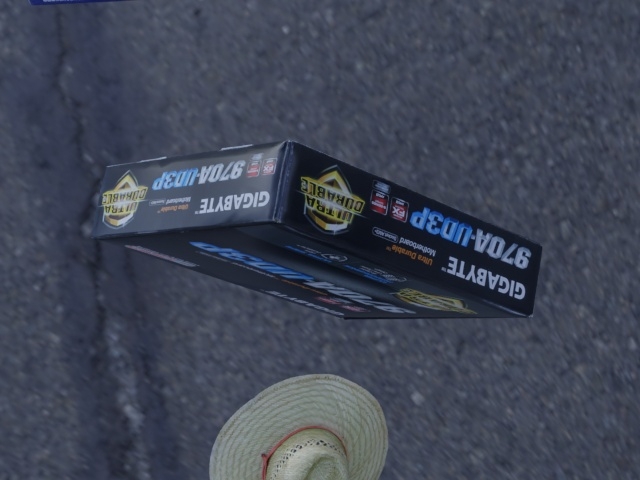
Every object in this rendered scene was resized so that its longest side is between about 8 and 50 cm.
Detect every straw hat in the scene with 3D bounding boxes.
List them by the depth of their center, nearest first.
[{"bbox_3d":[-0.009,0.174,1.217,0.144,0.144,0.061,-36,27,3],"label":"straw hat"}]

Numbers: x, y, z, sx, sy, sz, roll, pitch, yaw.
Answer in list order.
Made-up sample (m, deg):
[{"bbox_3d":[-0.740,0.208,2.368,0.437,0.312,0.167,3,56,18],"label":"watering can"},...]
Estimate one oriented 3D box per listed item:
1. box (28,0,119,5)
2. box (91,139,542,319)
[{"bbox_3d":[-0.122,-0.209,0.811,0.136,0.225,0.036,1,53,19],"label":"box"},{"bbox_3d":[0.000,0.000,1.012,0.175,0.220,0.051,-4,72,47],"label":"box"}]
